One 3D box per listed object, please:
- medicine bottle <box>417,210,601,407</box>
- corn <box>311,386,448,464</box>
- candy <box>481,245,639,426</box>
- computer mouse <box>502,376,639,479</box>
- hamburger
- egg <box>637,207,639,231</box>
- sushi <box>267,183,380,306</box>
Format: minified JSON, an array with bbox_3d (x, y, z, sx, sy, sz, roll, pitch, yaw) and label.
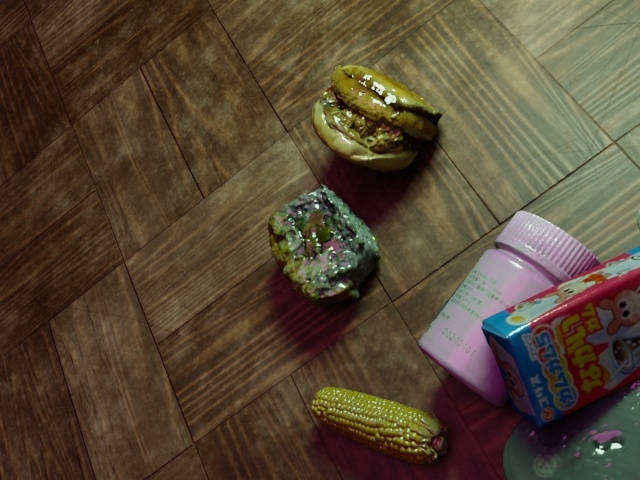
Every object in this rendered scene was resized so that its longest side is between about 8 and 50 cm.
[{"bbox_3d":[0.312,0.113,1.295,0.178,0.178,0.290,35,88,35],"label":"medicine bottle"},{"bbox_3d":[0.101,0.321,1.376,0.260,0.091,0.091,12,58,36],"label":"corn"},{"bbox_3d":[0.414,0.138,1.176,0.306,0.100,0.157,-23,101,-7],"label":"candy"},{"bbox_3d":[0.461,0.307,1.165,0.371,0.122,0.188,-23,53,14],"label":"computer mouse"},{"bbox_3d":[0.106,-0.240,1.540,0.244,0.244,0.163,40,112,35],"label":"hamburger"},{"bbox_3d":[0.575,-0.011,1.237,0.131,0.131,0.164,-52,42,0],"label":"egg"},{"bbox_3d":[0.000,0.000,1.536,0.184,0.139,0.274,-35,63,9],"label":"sushi"}]
